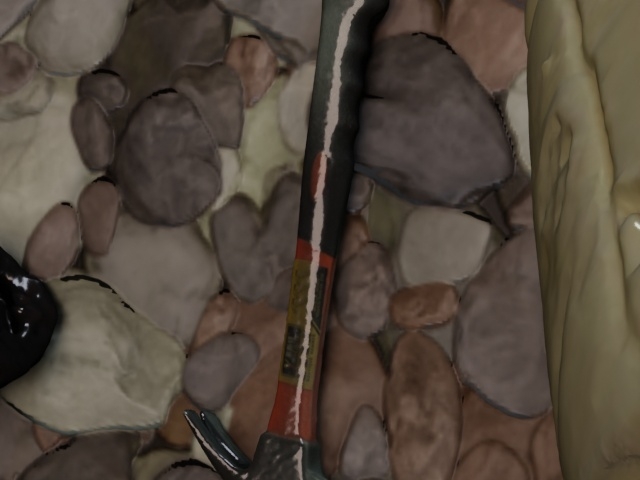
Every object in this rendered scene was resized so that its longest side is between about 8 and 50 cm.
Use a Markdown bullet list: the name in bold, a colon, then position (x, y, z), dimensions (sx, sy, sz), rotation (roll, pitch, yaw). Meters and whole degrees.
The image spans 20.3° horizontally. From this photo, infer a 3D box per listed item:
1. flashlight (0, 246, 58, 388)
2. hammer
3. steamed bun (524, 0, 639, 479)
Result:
- **flashlight**: position (-0.337, 0.117, 1.021), dimensions (0.424, 0.103, 0.103), rotation (-29, 76, 17)
- **hammer**: position (0.000, 0.000, 0.910), dimensions (0.111, 0.033, 0.288), rotation (8, 89, 23)
- **steamed bun**: position (0.271, -0.085, 0.602), dimensions (0.456, 0.290, 0.371), rotation (-54, 25, 38)
